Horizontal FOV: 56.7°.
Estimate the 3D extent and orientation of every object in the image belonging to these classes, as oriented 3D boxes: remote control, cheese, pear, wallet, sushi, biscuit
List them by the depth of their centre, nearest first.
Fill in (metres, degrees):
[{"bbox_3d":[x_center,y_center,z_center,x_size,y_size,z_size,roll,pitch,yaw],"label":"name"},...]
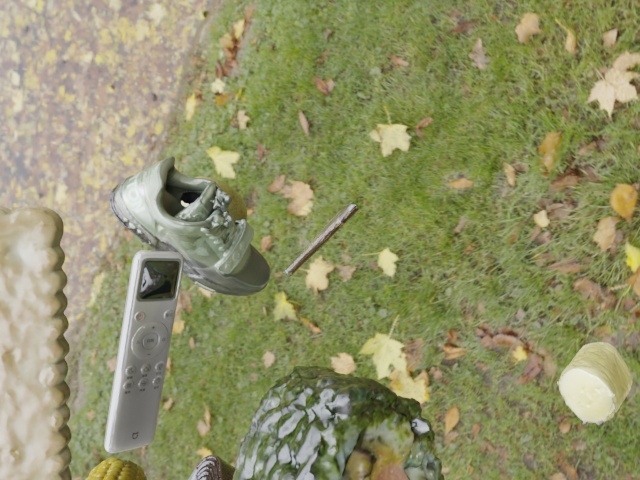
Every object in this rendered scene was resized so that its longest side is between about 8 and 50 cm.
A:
[{"bbox_3d":[-0.311,0.133,0.466,0.044,0.217,0.325,-161,70,-63],"label":"biscuit"},{"bbox_3d":[-0.216,0.139,0.733,0.029,0.067,0.261,19,101,43],"label":"remote control"},{"bbox_3d":[0.026,0.359,0.783,0.178,0.294,0.352,2,70,52],"label":"sushi"},{"bbox_3d":[-0.228,-0.044,1.145,0.167,0.136,0.167,-2,126,-3],"label":"pear"},{"bbox_3d":[0.546,0.276,1.168,0.123,0.167,0.094,55,127,16],"label":"cheese"},{"bbox_3d":[0.000,0.000,1.403,0.031,0.122,0.232,44,84,-2],"label":"wallet"}]

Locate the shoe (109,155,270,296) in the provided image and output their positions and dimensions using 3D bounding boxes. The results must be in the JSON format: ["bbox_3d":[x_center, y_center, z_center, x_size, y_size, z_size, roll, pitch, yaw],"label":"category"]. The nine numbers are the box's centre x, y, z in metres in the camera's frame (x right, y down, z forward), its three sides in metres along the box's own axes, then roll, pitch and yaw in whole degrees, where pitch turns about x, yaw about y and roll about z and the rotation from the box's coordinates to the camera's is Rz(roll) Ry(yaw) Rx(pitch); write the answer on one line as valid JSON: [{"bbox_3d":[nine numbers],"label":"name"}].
[{"bbox_3d":[-0.167,-0.016,0.907,0.149,0.293,0.109,-26,38,43],"label":"shoe"}]

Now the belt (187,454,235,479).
[{"bbox_3d":[-0.239,0.645,1.358,0.184,0.289,0.164,-38,113,17],"label":"belt"}]

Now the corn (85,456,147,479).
[{"bbox_3d":[-0.338,0.469,0.900,0.120,0.363,0.120,-2,109,-5],"label":"corn"}]
